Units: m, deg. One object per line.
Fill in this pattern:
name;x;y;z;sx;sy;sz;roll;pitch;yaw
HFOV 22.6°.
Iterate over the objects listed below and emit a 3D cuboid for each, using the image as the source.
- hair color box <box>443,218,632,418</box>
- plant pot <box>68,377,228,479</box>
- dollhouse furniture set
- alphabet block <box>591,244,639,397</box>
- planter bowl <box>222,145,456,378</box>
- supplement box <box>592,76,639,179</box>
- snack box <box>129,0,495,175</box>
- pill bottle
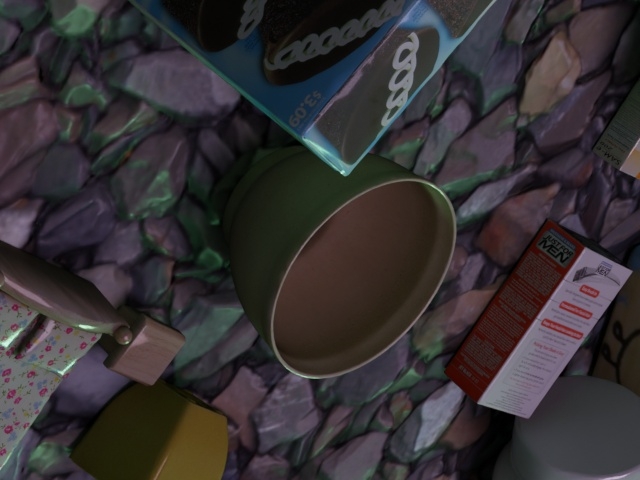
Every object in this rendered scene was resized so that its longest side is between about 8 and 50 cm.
hair color box;0.194;0.072;1.425;0.093;0.053;0.167;22;106;-50
plant pot;-0.115;0.149;1.165;0.081;0.081;0.083;33;86;-52
dollhouse furniture set;-0.245;0.162;0.966;0.303;0.174;0.355;-53;142;6
alphabet block;0.402;0.109;1.555;0.193;0.192;0.197;-16;131;-33
planter bowl;0.000;0.000;1.122;0.162;0.109;0.162;-26;137;-27
supplement box;0.287;-0.103;1.379;0.062;0.036;0.098;16;110;-50
snack box;0.050;-0.214;0.924;0.322;0.187;0.060;-50;143;0
pill bottle;0.242;0.278;1.560;0.160;0.160;0.283;-25;137;-28
